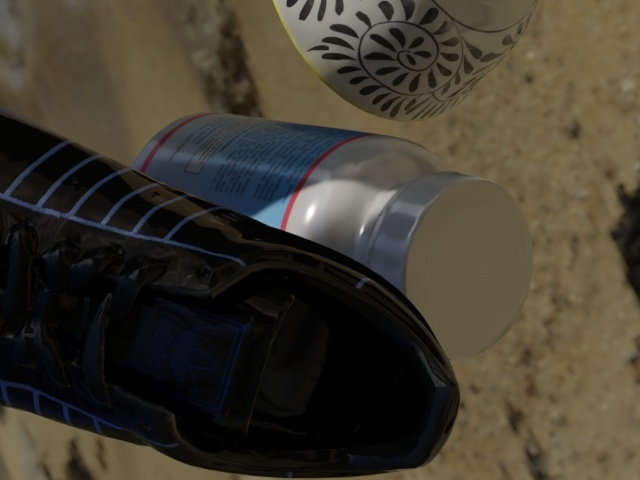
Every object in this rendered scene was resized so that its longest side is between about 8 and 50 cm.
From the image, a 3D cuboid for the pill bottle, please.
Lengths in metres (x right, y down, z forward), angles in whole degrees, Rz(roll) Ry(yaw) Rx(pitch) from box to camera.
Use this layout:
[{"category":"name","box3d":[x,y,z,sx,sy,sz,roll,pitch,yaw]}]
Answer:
[{"category":"pill bottle","box3d":[0.000,0.000,0.722,0.160,0.087,0.087,11,128,48]}]

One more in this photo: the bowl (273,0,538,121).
[{"category":"bowl","box3d":[0.058,-0.148,0.933,0.080,0.170,0.170,-12,105,48]}]

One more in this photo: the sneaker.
[{"category":"sneaker","box3d":[-0.068,0.013,0.540,0.090,0.232,0.081,-148,73,-70]}]
